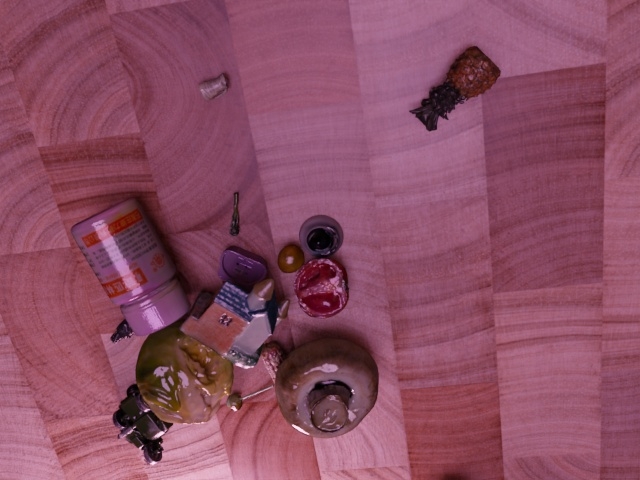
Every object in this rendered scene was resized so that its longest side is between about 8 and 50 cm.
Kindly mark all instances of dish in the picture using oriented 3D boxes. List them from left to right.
[{"bbox_3d":[0.000,0.000,1.811,0.141,0.078,0.141,1,112,4],"label":"dish"}]

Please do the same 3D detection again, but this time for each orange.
[{"bbox_3d":[-0.094,0.060,1.838,0.085,0.085,0.095,27,106,-6],"label":"orange"}]

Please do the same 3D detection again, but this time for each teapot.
[{"bbox_3d":[-0.299,-0.436,1.678,0.083,0.057,0.067,-26,145,10],"label":"teapot"}]

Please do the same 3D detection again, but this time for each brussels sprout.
[{"bbox_3d":[-0.446,0.425,1.901,0.344,0.268,0.343,-1,88,26],"label":"brussels sprout"}]

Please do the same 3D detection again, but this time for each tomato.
[{"bbox_3d":[0.010,0.145,1.859,0.173,0.099,0.189,-8,94,17],"label":"tomato"}]

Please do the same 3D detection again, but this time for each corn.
[{"bbox_3d":[-0.139,0.452,2.003,0.080,0.079,0.237,-15,110,10],"label":"corn"}]

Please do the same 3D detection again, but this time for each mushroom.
[{"bbox_3d":[0.019,0.475,1.894,0.353,0.260,0.351,-1,111,-3],"label":"mushroom"}]

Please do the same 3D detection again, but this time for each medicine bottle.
[{"bbox_3d":[-0.571,0.082,1.804,0.219,0.219,0.388,-22,105,13],"label":"medicine bottle"}]

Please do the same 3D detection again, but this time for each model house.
[{"bbox_3d":[-0.222,0.196,1.813,0.267,0.194,0.325,35,122,-12],"label":"model house"}]

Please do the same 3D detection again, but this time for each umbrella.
[{"bbox_3d":[-0.623,0.276,1.984,0.236,0.059,0.066,-41,86,17],"label":"umbrella"}]

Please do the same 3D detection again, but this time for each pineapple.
[{"bbox_3d":[0.363,-0.404,1.601,0.128,0.128,0.248,43,114,-12],"label":"pineapple"}]

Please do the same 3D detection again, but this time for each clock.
[{"bbox_3d":[-0.249,0.088,1.881,0.153,0.050,0.110,24,111,-5],"label":"clock"}]

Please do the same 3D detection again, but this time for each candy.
[{"bbox_3d":[-0.243,0.540,2.048,0.203,0.061,0.061,-27,107,21],"label":"candy"}]

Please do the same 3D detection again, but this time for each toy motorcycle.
[{"bbox_3d":[-0.617,0.648,2.103,0.205,0.127,0.275,-37,98,16],"label":"toy motorcycle"}]

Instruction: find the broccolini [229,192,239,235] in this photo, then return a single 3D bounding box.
[{"bbox_3d":[-0.265,-0.079,1.825,0.030,0.035,0.139,5,111,-1],"label":"broccolini"}]
